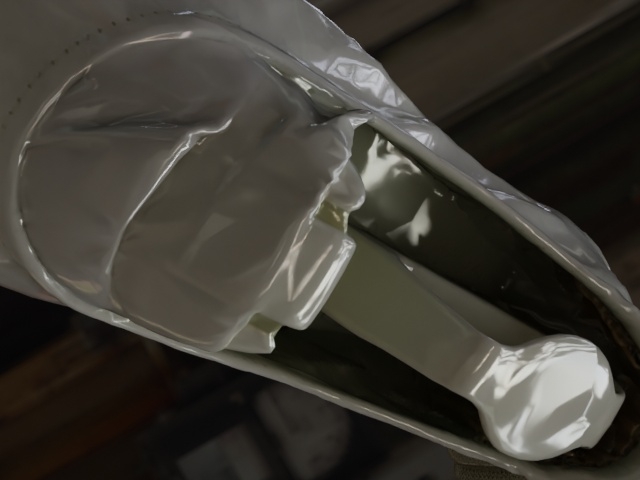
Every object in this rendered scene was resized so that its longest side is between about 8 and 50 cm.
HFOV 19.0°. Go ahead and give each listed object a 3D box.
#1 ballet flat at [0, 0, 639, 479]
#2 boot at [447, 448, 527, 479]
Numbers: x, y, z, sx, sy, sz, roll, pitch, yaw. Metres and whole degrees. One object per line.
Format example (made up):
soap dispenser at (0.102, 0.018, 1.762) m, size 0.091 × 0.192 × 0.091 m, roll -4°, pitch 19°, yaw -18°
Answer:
ballet flat at (0.000, 0.000, 0.663) m, size 0.400 × 0.139 × 0.139 m, roll 26°, pitch 18°, yaw -41°
boot at (0.165, 0.142, 0.869) m, size 0.077 × 0.213 × 0.165 m, roll -34°, pitch 118°, yaw -74°
